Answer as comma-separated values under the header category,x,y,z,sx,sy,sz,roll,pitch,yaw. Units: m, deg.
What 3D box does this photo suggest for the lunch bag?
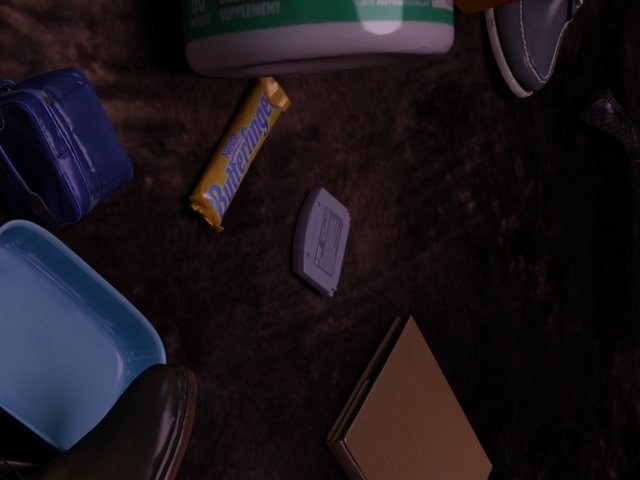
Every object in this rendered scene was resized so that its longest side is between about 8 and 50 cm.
category,x,y,z,sx,sy,sz,roll,pitch,yaw
lunch bag,-0.174,-0.059,0.769,0.065,0.067,0.098,-49,121,-47

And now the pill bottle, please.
category,x,y,z,sx,sy,sz,roll,pitch,yaw
pill bottle,-0.013,-0.308,0.903,0.204,0.204,0.361,-9,96,-54

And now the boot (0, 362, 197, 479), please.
category,x,y,z,sx,sy,sz,roll,pitch,yaw
boot,-0.162,0.146,0.698,0.106,0.082,0.219,41,73,-32

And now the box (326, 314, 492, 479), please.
category,x,y,z,sx,sy,sz,roll,pitch,yaw
box,0.088,0.195,1.114,0.201,0.021,0.164,60,40,-26

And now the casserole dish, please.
category,x,y,z,sx,sy,sz,roll,pitch,yaw
casserole dish,-0.171,0.070,0.773,0.188,0.037,0.114,47,48,-37

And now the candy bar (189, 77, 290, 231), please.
category,x,y,z,sx,sy,sz,roll,pitch,yaw
candy bar,-0.063,-0.072,0.967,0.040,0.018,0.161,54,43,-32

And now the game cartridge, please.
category,x,y,z,sx,sy,sz,roll,pitch,yaw
game cartridge,0.000,0.000,1.041,0.056,0.017,0.083,43,50,-45

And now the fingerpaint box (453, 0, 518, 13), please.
category,x,y,z,sx,sy,sz,roll,pitch,yaw
fingerpaint box,0.278,-0.493,1.226,0.163,0.371,0.444,29,61,-50

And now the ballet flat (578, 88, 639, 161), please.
category,x,y,z,sx,sy,sz,roll,pitch,yaw
ballet flat,0.380,-0.146,1.584,0.173,0.049,0.057,34,29,-51

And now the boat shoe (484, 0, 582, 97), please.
category,x,y,z,sx,sy,sz,roll,pitch,yaw
boat shoe,0.261,-0.312,1.395,0.116,0.099,0.319,38,54,-44
